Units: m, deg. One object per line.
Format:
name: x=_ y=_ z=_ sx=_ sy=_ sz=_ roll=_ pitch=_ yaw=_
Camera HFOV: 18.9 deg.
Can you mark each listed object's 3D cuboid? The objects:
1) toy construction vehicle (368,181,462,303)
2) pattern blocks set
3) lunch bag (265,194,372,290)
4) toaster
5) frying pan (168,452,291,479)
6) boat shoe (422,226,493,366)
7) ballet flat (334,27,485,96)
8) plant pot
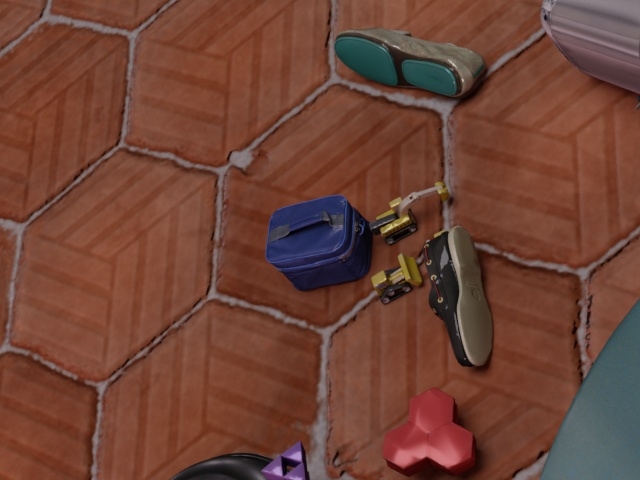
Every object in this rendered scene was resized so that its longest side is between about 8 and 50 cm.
toy construction vehicle: x=0.083 y=-0.001 z=1.771 sx=0.098 sy=0.035 sz=0.086 roll=-28 pitch=50 yaw=17
pattern blocks set: x=0.043 y=0.293 z=1.565 sx=0.285 sy=0.026 sz=0.325 roll=-23 pitch=55 yaw=1
lunch bag: x=0.000 y=0.000 z=1.806 sx=0.098 sy=0.065 sz=0.067 roll=-15 pitch=55 yaw=27
toaster: x=0.298 y=-0.215 z=1.703 sx=0.146 sy=0.129 sz=0.227 roll=23 pitch=79 yaw=45
frying pan: x=-0.067 y=0.310 z=1.641 sx=0.197 sy=0.053 sz=0.326 roll=-41 pitch=47 yaw=4
boat shoe: x=0.121 y=0.054 z=1.702 sx=0.042 sy=0.049 sz=0.133 roll=-26 pitch=59 yaw=31
ballet flat: x=0.089 y=-0.177 z=1.877 sx=0.168 sy=0.057 sz=0.052 roll=23 pitch=48 yaw=37
plant pot: x=0.284 y=0.139 z=1.383 sx=0.234 sy=0.166 sz=0.165 roll=-49 pitch=47 yaw=7
